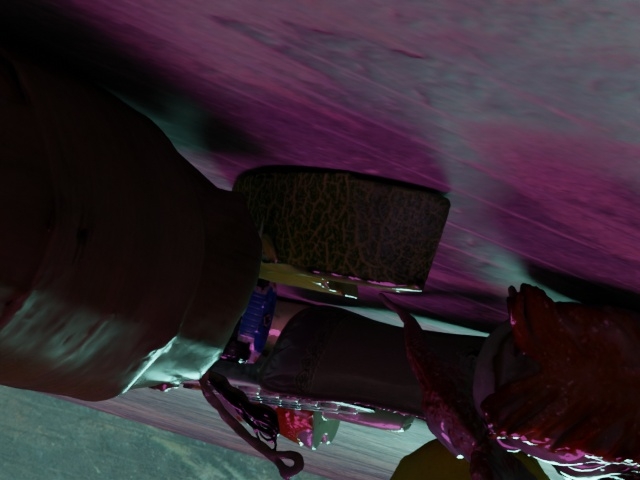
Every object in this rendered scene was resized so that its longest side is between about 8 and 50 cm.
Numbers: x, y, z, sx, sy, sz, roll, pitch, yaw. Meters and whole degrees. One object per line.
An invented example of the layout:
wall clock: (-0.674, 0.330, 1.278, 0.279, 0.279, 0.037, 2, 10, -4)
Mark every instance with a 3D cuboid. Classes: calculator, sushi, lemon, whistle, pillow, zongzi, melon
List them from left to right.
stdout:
zongzi: (-0.219, -0.031, 1.085, 0.418, 0.181, 0.447, 25, 180, 30)
calculator: (-0.074, 0.131, 1.725, 0.268, 0.040, 0.177, 20, 168, -32)
whistle: (-0.024, 0.158, 1.927, 0.253, 0.102, 0.106, 12, 128, 21)
melon: (0.000, 0.000, 1.187, 0.118, 0.064, 0.209, 11, 173, -11)
pillow: (0.065, 0.106, 1.546, 0.233, 0.038, 0.130, 9, -147, 20)
lemon: (0.186, 0.350, 2.303, 0.233, 0.233, 0.288, 14, 169, -2)
sushi: (0.207, 0.118, 1.345, 0.130, 0.124, 0.332, 5, 167, 24)

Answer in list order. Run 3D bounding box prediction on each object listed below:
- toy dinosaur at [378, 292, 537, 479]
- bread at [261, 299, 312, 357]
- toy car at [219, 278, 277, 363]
toy dinosaur: (0.098, 0.119, 1.402, 0.242, 0.053, 0.167, 59, -169, 25)
bread: (-0.092, 0.084, 1.760, 0.316, 0.054, 0.316, 14, 167, 3)
toy car: (-0.113, 0.056, 1.560, 0.171, 0.080, 0.070, 7, 167, 32)
